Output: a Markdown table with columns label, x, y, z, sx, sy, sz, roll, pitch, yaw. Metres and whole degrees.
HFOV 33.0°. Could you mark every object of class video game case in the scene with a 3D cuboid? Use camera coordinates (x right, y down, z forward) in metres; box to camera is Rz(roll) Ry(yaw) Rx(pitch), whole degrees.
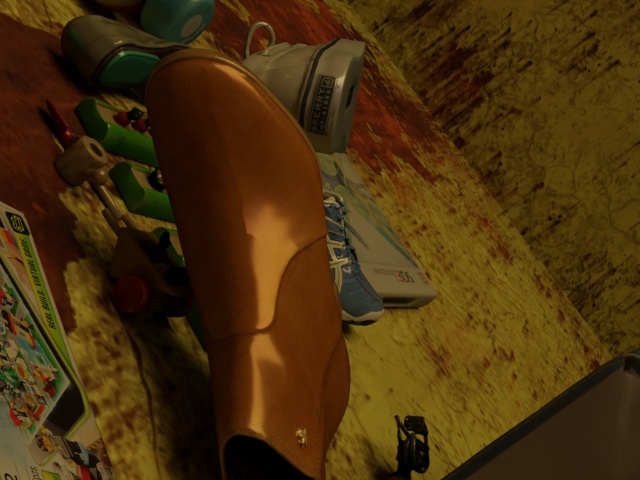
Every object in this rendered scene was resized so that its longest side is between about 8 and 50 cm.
| label | x | y | z | sx | sy | sz | roll | pitch | yaw |
| --- | --- | --- | --- | --- | --- | --- | --- | --- | --- |
| video game case | 0.007 | -0.059 | 1.339 | 0.329 | 0.036 | 0.300 | 57 | 16 | 15 |

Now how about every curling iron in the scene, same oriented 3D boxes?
| label | x | y | z | sx | sy | sz | roll | pitch | yaw |
| --- | --- | --- | --- | --- | --- | --- | --- | --- | --- |
| curling iron | 0.041 | 0.197 | 0.866 | 0.274 | 0.035 | 0.068 | -13 | 104 | -69 |

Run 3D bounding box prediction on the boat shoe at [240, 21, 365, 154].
| label | x | y | z | sx | sy | sz | roll | pitch | yaw |
| --- | --- | --- | --- | --- | --- | --- | --- | --- | --- |
| boat shoe | -0.042 | -0.158 | 1.152 | 0.157 | 0.135 | 0.367 | 13 | 12 | 3 |

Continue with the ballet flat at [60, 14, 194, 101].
| label | x | y | z | sx | sy | sz | roll | pitch | yaw |
| --- | --- | --- | --- | --- | --- | --- | --- | --- | --- |
| ballet flat | -0.171 | -0.174 | 1.021 | 0.068 | 0.072 | 0.213 | 46 | 13 | 13 |

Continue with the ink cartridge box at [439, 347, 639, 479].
| label | x | y | z | sx | sy | sz | roll | pitch | yaw |
| --- | --- | --- | --- | --- | --- | --- | --- | --- | --- |
| ink cartridge box | 0.221 | 0.216 | 0.916 | 0.151 | 0.270 | 0.395 | 56 | 16 | 17 |

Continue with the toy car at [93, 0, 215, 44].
| label | x | y | z | sx | sy | sz | roll | pitch | yaw |
| --- | --- | --- | --- | --- | --- | --- | --- | --- | --- |
| toy car | -0.155 | -0.318 | 1.176 | 0.219 | 0.210 | 0.238 | 44 | 1 | 11 |

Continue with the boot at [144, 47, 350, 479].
| label | x | y | z | sx | sy | sz | roll | pitch | yaw |
| --- | --- | --- | --- | --- | --- | --- | --- | --- | --- |
| boot | -0.045 | 0.041 | 0.716 | 0.211 | 0.104 | 0.295 | -85 | 157 | -50 |

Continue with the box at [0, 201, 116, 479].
| label | x | y | z | sx | sy | sz | roll | pitch | yaw |
| --- | --- | --- | --- | --- | --- | --- | --- | --- | --- |
| box | -0.159 | 0.051 | 0.485 | 0.114 | 0.036 | 0.207 | 35 | 21 | -53 |

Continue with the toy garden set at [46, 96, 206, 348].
| label | x | y | z | sx | sy | sz | roll | pitch | yaw |
| --- | --- | --- | --- | --- | --- | --- | --- | --- | --- |
| toy garden set | -0.126 | -0.027 | 0.862 | 0.244 | 0.049 | 0.204 | 58 | 16 | 19 |

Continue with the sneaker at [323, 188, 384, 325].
| label | x | y | z | sx | sy | sz | roll | pitch | yaw |
| --- | --- | --- | --- | --- | --- | --- | --- | --- | --- |
| sneaker | 0.000 | 0.000 | 1.104 | 0.211 | 0.081 | 0.080 | 49 | 16 | -12 |
